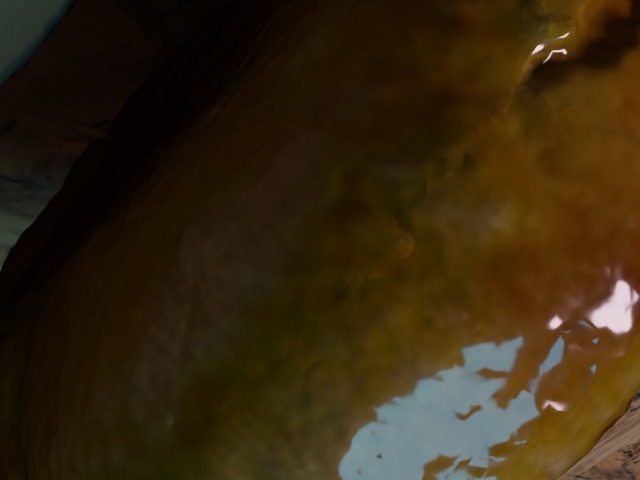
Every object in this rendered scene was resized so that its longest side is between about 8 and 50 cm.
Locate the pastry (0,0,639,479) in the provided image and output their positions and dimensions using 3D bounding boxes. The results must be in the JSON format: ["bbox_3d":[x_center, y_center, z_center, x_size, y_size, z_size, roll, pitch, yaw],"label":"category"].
[{"bbox_3d":[0.000,0.000,0.626,0.356,0.356,0.164,-37,109,18],"label":"pastry"}]

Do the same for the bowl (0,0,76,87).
[{"bbox_3d":[-0.134,-0.141,0.497,0.211,0.112,0.211,-59,171,-16],"label":"bowl"}]
